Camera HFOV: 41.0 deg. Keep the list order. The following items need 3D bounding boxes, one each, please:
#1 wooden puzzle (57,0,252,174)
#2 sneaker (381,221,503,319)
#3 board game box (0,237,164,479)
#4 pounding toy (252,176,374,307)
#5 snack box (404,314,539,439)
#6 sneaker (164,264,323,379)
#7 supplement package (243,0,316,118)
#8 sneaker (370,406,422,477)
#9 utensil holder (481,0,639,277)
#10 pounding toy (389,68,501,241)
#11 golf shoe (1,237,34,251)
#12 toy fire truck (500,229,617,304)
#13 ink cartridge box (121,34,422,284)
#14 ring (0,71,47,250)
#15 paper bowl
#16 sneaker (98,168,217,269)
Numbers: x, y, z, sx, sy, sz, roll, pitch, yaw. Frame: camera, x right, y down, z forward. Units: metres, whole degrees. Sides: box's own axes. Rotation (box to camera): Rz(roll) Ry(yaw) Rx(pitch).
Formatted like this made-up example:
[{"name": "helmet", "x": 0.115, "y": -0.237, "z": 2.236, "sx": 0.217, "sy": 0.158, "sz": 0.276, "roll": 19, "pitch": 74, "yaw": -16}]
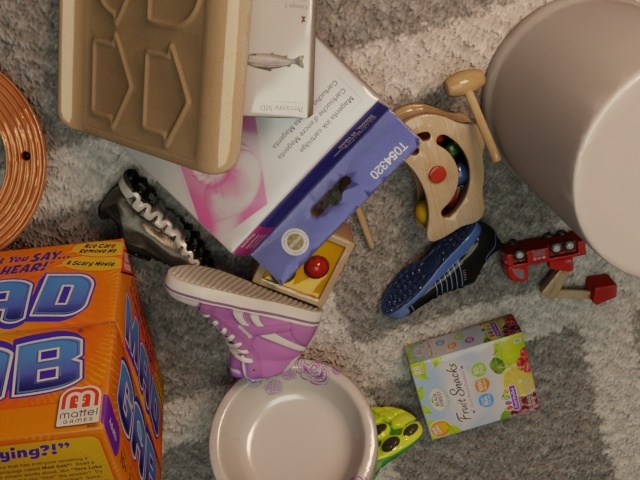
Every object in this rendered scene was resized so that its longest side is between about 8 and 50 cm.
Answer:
[{"name": "wooden puzzle", "x": -0.223, "y": -0.282, "z": 1.175, "sx": 0.347, "sy": 0.080, "sz": 0.322, "roll": 18, "pitch": 111, "yaw": 34}, {"name": "sneaker", "x": 0.208, "y": 0.062, "z": 1.450, "sx": 0.090, "sy": 0.081, "sz": 0.232, "roll": 33, "pitch": 113, "yaw": -30}, {"name": "board game box", "x": -0.444, "y": 0.260, "z": 1.278, "sx": 0.356, "sy": 0.356, "sz": 0.356, "roll": -6, "pitch": 132, "yaw": -2}, {"name": "pounding toy", "x": 0.011, "y": -0.002, "z": 1.397, "sx": 0.181, "sy": 0.094, "sz": 0.206, "roll": 22, "pitch": 110, "yaw": -14}, {"name": "snack box", "x": 0.273, "y": 0.248, "z": 1.543, "sx": 0.207, "sy": 0.070, "sz": 0.175, "roll": -17, "pitch": 114, "yaw": 4}, {"name": "sneaker", "x": -0.139, "y": 0.145, "z": 1.371, "sx": 0.282, "sy": 0.102, "sz": 0.161, "roll": 21, "pitch": 103, "yaw": -29}, {"name": "supplement package", "x": -0.060, "y": -0.259, "z": 1.168, "sx": 0.105, "sy": 0.105, "sz": 0.180, "roll": 2, "pitch": 100, "yaw": 2}, {"name": "sneaker", "x": 0.060, "y": 0.412, "z": 1.592, "sx": 0.295, "sy": 0.109, "sz": 0.123, "roll": -35, "pitch": 140, "yaw": 5}, {"name": "utensil holder", "x": 0.433, "y": -0.157, "z": 1.210, "sx": 0.327, "sy": 0.385, "sz": 0.328, "roll": -2, "pitch": 114, "yaw": -4}, {"name": "pounding toy", "x": 0.182, "y": -0.123, "z": 1.325, "sx": 0.154, "sy": 0.155, "sz": 0.270, "roll": -8, "pitch": 114, "yaw": -7}, {"name": "golf shoe", "x": -0.521, "y": 0.028, "z": 1.380, "sx": 0.186, "sy": 0.067, "sz": 0.086, "roll": 38, "pitch": 111, "yaw": -9}, {"name": "toy fire truck", "x": 0.411, "y": 0.054, "z": 1.483, "sx": 0.191, "sy": 0.047, "sz": 0.135, "roll": -11, "pitch": 115, "yaw": 0}, {"name": "ink cartridge box", "x": -0.074, "y": -0.146, "z": 1.281, "sx": 0.330, "sy": 0.071, "sz": 0.324, "roll": 43, "pitch": 104, "yaw": -2}, {"name": "ring", "x": -0.582, "y": -0.124, "z": 1.292, "sx": 0.336, "sy": 0.032, "sz": 0.337, "roll": -1, "pitch": 99, "yaw": -4}, {"name": "paper bowl", "x": -0.042, "y": 0.356, "z": 1.475, "sx": 0.284, "sy": 0.284, "sz": 0.148, "roll": -12, "pitch": 157, "yaw": 0}, {"name": "sneaker", "x": -0.267, "y": -0.001, "z": 1.386, "sx": 0.106, "sy": 0.078, "sz": 0.234, "roll": -35, "pitch": 110, "yaw": 16}]
